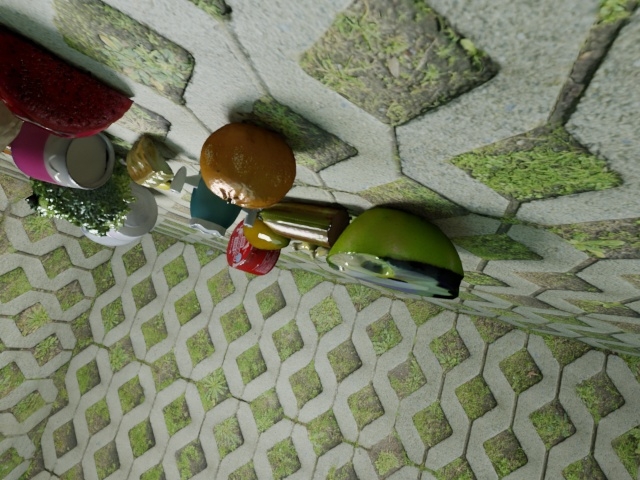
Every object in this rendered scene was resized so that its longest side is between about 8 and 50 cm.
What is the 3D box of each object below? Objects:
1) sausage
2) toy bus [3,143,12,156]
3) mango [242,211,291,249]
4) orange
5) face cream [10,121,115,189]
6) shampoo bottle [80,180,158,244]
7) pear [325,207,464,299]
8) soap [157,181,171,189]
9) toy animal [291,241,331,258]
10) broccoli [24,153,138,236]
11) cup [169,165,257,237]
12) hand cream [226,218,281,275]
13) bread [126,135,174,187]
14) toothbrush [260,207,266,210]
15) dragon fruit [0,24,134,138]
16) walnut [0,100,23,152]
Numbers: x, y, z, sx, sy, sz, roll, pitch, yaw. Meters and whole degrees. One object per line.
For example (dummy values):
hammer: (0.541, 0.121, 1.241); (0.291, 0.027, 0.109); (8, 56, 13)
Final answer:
sausage: (-0.073, -0.056, 1.253); (0.317, 0.117, 0.125); (11, -157, 29)
toy bus: (-1.007, -0.315, 1.436); (0.092, 0.093, 0.408); (0, 162, 35)
mango: (-0.201, -0.035, 1.527); (0.221, 0.120, 0.152); (4, 135, 49)
orange: (-0.145, -0.144, 0.829); (0.193, 0.161, 0.193); (15, 174, 2)
face cream: (-0.706, -0.239, 1.141); (0.194, 0.175, 0.175); (13, 169, 15)
shampoo bottle: (-0.839, -0.116, 1.702); (0.266, 0.273, 0.273); (-3, 160, 34)
pear: (0.212, 0.027, 1.137); (0.398, 0.165, 0.399); (16, 168, 3)
soap: (-0.610, -0.218, 1.482); (0.168, 0.033, 0.089); (21, 166, -25)
toy animal: (-0.016, -0.002, 1.492); (0.168, 0.121, 0.233); (-1, 166, 24)
broccoli: (-0.771, -0.169, 1.359); (0.338, 0.277, 0.317); (25, 161, -11)
cup: (-0.316, -0.106, 1.240); (0.167, 0.173, 0.299); (7, 166, 45)
hand cream: (-0.278, 0.029, 1.737); (0.149, 0.230, 0.230); (21, 169, -36)
bread: (-0.483, -0.206, 1.152); (0.128, 0.088, 0.232); (51, 157, -21)
toothbrush: (-0.284, -0.148, 1.374); (0.286, 0.025, 0.020); (24, 167, -30)
dragon fruit: (-0.525, -0.282, 0.791); (0.163, 0.189, 0.261); (-30, 138, 32)
walnut: (-0.774, -0.289, 0.870); (0.248, 0.249, 0.248); (16, 169, 3)
